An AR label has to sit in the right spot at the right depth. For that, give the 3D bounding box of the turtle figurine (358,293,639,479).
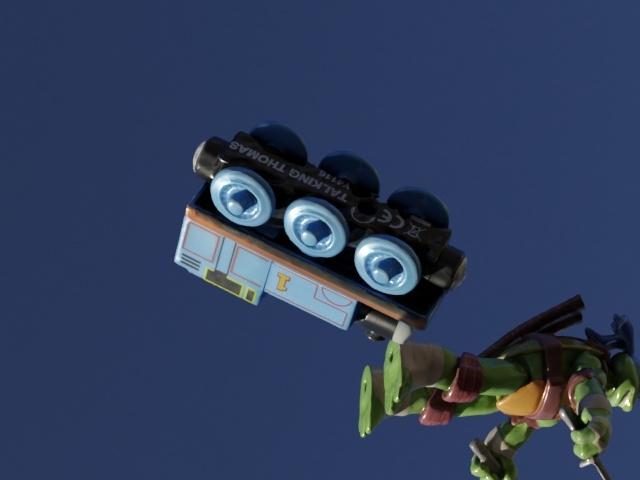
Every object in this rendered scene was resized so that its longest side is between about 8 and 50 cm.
[{"bbox_3d":[0.177,0.187,1.492,0.266,0.198,0.274,8,-81,-12],"label":"turtle figurine"}]

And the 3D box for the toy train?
[{"bbox_3d":[0.000,0.000,1.009,0.080,0.184,0.105,-56,-12,-46],"label":"toy train"}]
